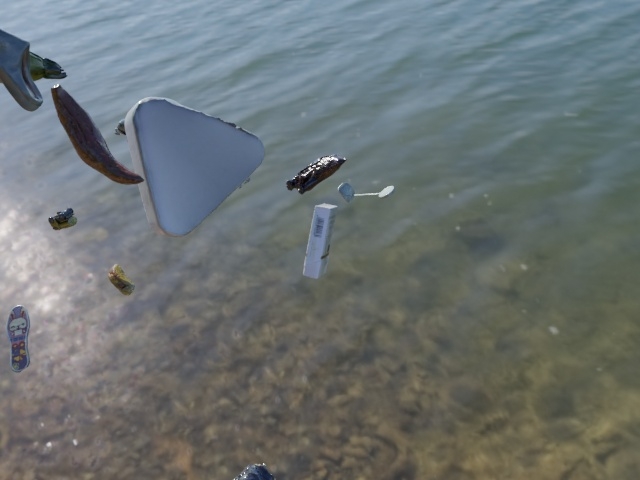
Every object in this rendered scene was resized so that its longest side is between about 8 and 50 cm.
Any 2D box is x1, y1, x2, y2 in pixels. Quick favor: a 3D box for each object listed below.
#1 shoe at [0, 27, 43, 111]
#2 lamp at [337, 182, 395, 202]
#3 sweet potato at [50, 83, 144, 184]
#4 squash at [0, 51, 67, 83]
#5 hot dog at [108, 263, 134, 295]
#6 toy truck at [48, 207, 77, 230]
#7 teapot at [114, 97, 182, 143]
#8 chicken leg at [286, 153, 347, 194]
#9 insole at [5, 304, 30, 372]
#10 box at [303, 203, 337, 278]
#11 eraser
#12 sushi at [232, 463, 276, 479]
[{"bbox_3d":[-0.525,-0.317,1.125,0.078,0.195,0.079,-28,17,1],"label":"shoe"},{"bbox_3d":[0.130,-0.141,1.867,0.198,0.056,0.050,-2,38,53],"label":"lamp"},{"bbox_3d":[-0.450,-0.193,1.308,0.078,0.255,0.058,-40,-2,27],"label":"sweet potato"},{"bbox_3d":[-0.696,-0.373,1.356,0.340,0.094,0.094,12,23,-32],"label":"squash"},{"bbox_3d":[-0.444,0.085,1.456,0.090,0.034,0.030,43,101,34],"label":"hot dog"},{"bbox_3d":[-0.813,-0.064,2.087,0.083,0.054,0.049,-13,23,30],"label":"toy truck"},{"bbox_3d":[-0.446,-0.301,1.862,0.294,0.193,0.129,7,-6,-2],"label":"teapot"},{"bbox_3d":[-0.013,-0.216,2.128,0.233,0.063,0.105,-32,38,16],"label":"chicken leg"},{"bbox_3d":[-0.822,0.265,1.802,0.065,0.004,0.197,-12,63,-5],"label":"insole"},{"bbox_3d":[-0.001,0.000,1.435,0.040,0.154,0.084,11,8,9],"label":"box"},{"bbox_3d":[-0.340,-0.209,1.598,0.331,0.331,0.150,-23,13,-23],"label":"eraser"},{"bbox_3d":[-0.140,0.483,1.237,0.090,0.150,0.078,41,33,10],"label":"sushi"}]
